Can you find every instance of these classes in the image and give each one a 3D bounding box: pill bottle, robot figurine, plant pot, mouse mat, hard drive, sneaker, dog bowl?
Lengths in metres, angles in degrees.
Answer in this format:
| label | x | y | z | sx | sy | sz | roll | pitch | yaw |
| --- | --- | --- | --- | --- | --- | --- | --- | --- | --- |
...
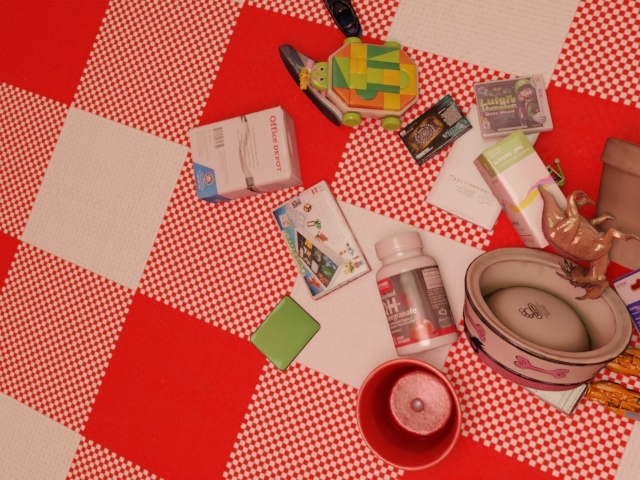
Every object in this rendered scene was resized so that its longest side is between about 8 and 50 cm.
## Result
| label | x | y | z | sx | sy | sz | roll | pitch | yaw |
| --- | --- | --- | --- | --- | --- | --- | --- | --- | --- |
| pill bottle | 0.253 | 0.145 | 1.849 | 0.176 | 0.176 | 0.319 | -18 | 79 | 14 |
| robot figurine | 0.830 | 0.375 | 1.697 | 0.291 | 0.085 | 0.211 | 15 | 89 | 18 |
| plant pot | 0.814 | -0.076 | 1.664 | 0.323 | 0.323 | 0.280 | 24 | 108 | 18 |
| plant pot | 0.247 | 0.443 | 1.781 | 0.274 | 0.243 | 0.275 | -2 | 83 | 16 |
| mouse mat | -0.108 | 0.279 | 2.031 | 0.152 | 0.007 | 0.190 | 42 | 97 | 17 |
| hard drive | 0.455 | -0.205 | 1.899 | 0.203 | 0.040 | 0.308 | 27 | 92 | 18 |
| sneaker | 0.005 | -0.493 | 2.043 | 0.131 | 0.112 | 0.319 | -38 | 80 | -6 |
| dog bowl | 0.538 | 0.198 | 1.666 | 0.408 | 0.408 | 0.150 | 25 | 130 | 18 |
| sneaker | 0.056 | -0.720 | 2.050 | 0.081 | 0.090 | 0.232 | -31 | 76 | 11 |

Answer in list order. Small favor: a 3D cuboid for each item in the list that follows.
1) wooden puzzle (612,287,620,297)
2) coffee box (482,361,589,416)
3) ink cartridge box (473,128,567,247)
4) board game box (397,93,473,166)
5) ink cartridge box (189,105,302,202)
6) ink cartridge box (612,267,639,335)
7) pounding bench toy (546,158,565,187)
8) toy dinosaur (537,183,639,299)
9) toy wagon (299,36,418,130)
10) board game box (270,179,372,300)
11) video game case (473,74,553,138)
| label | x | y | z | sx | sy | sz | roll | pitch | yaw |
| --- | --- | --- | --- | --- | --- | --- | --- | --- | --- |
| wooden puzzle | 0.759 | 0.166 | 1.779 | 0.116 | 0.014 | 0.079 | -17 | 79 | 14 |
| coffee box | 0.556 | 0.343 | 1.755 | 0.246 | 0.141 | 0.098 | 32 | 93 | 16 |
| ink cartridge box | 0.546 | -0.097 | 1.746 | 0.119 | 0.207 | 0.353 | -32 | 86 | 5 |
| board game box | 0.327 | -0.316 | 1.935 | 0.186 | 0.026 | 0.126 | -36 | 64 | 18 |
| ink cartridge box | -0.226 | -0.255 | 2.062 | 0.307 | 0.129 | 0.223 | -11 | 81 | 15 |
| ink cartridge box | 0.839 | 0.232 | 1.576 | 0.069 | 0.176 | 0.371 | -19 | 76 | -19 |
| pounding bench toy | 0.638 | -0.173 | 1.834 | 0.065 | 0.052 | 0.083 | 45 | 97 | 16 |
| toy dinosaur | 0.596 | 0.004 | 1.584 | 0.295 | 0.127 | 0.200 | 42 | 105 | 5 |
| toy wagon | 0.112 | -0.461 | 1.950 | 0.344 | 0.068 | 0.267 | 4 | 74 | -9 |
| board game box | 0.000 | 0.000 | 2.005 | 0.193 | 0.053 | 0.305 | -28 | 77 | 11 |
| video game case | 0.532 | -0.372 | 1.870 | 0.190 | 0.022 | 0.173 | -6 | 68 | 7 |
